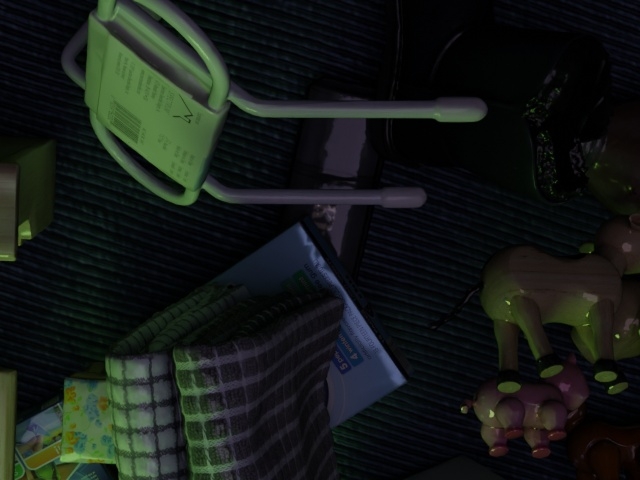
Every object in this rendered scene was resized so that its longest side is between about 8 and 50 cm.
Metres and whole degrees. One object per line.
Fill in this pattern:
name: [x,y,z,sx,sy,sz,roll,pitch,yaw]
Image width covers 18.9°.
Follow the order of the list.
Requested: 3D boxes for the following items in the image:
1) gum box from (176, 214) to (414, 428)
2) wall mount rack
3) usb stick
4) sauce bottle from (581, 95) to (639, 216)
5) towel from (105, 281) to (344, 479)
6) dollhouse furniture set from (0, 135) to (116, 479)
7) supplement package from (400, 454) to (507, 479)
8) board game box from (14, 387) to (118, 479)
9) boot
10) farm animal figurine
gum box: [-0.043,0.094,1.576,0.184,0.041,0.157,-34,92,15]
wall mount rack: [-0.053,-0.110,1.432,0.304,0.350,0.130,38,72,3]
usb stick: [0.000,0.000,1.596,0.077,0.045,0.278,11,103,-6]
sauce bottle: [0.308,-0.056,1.588,0.344,0.111,0.111,19,101,-12]
towel: [-0.054,0.162,1.423,0.121,0.284,0.235,-7,97,15]
dollhouse furniture set: [-0.296,0.123,1.450,0.362,0.256,0.394,3,97,0]
supplement package: [0.116,0.361,1.615,0.177,0.175,0.293,-21,106,-18]
board game box: [-0.272,0.232,1.625,0.201,0.035,0.136,-27,105,0]
boot: [0.141,-0.160,1.479,0.094,0.207,0.246,5,96,-41]
farm animal figurine: [0.275,0.072,1.549,0.327,0.172,0.330,-15,148,11]
